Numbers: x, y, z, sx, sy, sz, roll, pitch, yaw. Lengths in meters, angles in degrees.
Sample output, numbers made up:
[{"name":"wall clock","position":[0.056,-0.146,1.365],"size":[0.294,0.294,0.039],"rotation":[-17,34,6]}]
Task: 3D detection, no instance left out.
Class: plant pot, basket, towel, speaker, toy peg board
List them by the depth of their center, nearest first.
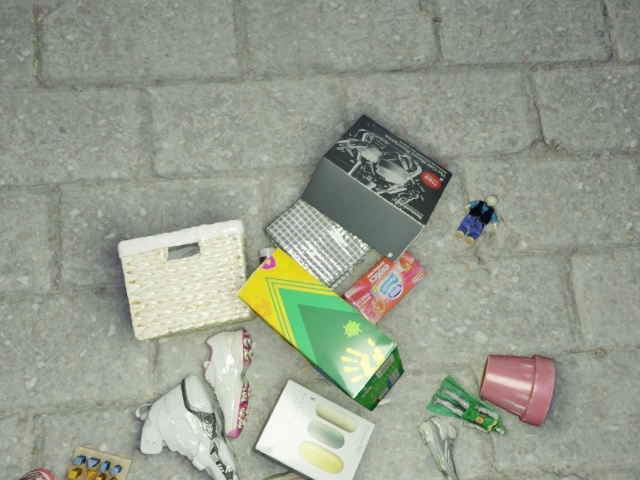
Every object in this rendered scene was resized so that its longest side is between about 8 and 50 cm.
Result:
[{"name":"toy peg board","position":[-0.632,0.673,1.516],"size":[0.161,0.079,0.161],"rotation":[16,77,-2]},{"name":"basket","position":[-0.350,0.118,1.536],"size":[0.328,0.331,0.266],"rotation":[-11,81,-7]},{"name":"plant pot","position":[0.573,0.424,1.626],"size":[0.180,0.201,0.201],"rotation":[13,76,15]},{"name":"towel","position":[0.000,0.000,1.697],"size":[0.235,0.121,0.284],"rotation":[-42,84,-11]},{"name":"speaker","position":[-0.157,0.091,1.697],"size":[0.055,0.055,0.136],"rotation":[-7,79,-6]}]

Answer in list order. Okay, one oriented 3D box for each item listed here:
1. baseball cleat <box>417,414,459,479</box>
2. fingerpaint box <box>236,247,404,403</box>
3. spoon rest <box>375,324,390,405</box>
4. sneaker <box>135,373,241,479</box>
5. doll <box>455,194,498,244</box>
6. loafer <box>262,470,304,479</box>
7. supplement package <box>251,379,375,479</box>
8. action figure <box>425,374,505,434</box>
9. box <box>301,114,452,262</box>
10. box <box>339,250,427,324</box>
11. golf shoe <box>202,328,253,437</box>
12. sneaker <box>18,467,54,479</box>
[{"name":"baseball cleat","position":[0.374,0.618,1.617],"size":[0.109,0.072,0.206],"rotation":[-27,85,-17]},{"name":"fingerpaint box","position":[0.019,0.253,1.433],"size":[0.371,0.445,0.163],"rotation":[38,80,20]},{"name":"spoon rest","position":[0.139,0.364,1.660],"size":[0.137,0.084,0.276],"rotation":[-11,65,-8]},{"name":"sneaker","position":[-0.367,0.580,1.534],"size":[0.210,0.137,0.366],"rotation":[-25,76,-9]},{"name":"doll","position":[0.521,-0.072,1.794],"size":[0.129,0.046,0.189],"rotation":[34,71,13]},{"name":"loafer","position":[-0.104,0.688,1.577],"size":[0.125,0.045,0.039],"rotation":[-14,86,-10]},{"name":"supplement package","position":[-0.025,0.545,1.519],"size":[0.262,0.198,0.199],"rotation":[27,66,1]},{"name":"action figure","position":[0.450,0.512,1.638],"size":[0.232,0.063,0.137],"rotation":[28,113,0]},{"name":"box","position":[0.176,-0.163,1.649],"size":[0.343,0.179,0.312],"rotation":[34,45,3]},{"name":"box","position":[0.181,0.144,1.653],"size":[0.257,0.122,0.128],"rotation":[-39,83,-25]},{"name":"golf shoe","position":[-0.272,0.413,1.599],"size":[0.140,0.115,0.306],"rotation":[-2,71,5]},{"name":"sneaker","position":[-0.862,0.737,1.466],"size":[0.121,0.112,0.299],"rotation":[43,79,4]}]
